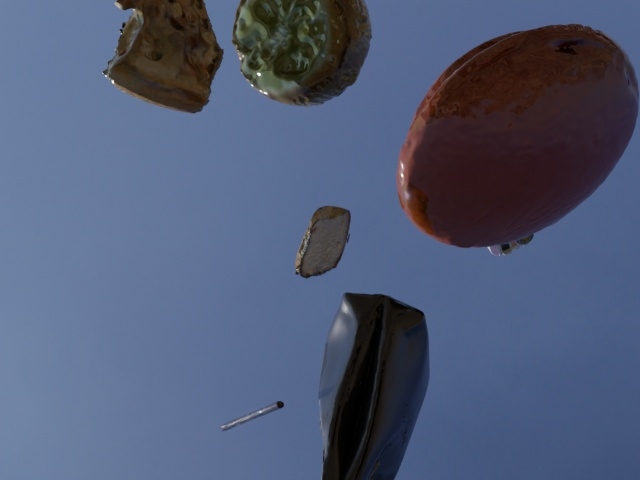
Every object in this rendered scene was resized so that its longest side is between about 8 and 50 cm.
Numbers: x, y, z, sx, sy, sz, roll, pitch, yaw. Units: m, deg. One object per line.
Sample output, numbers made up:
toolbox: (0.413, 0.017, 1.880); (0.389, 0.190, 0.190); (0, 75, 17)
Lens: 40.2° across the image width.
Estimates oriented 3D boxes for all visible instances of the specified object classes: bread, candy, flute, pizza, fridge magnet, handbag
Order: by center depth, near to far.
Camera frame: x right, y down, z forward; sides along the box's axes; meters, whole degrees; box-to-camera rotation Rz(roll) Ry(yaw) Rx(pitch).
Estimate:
fridge magnet: (0.266, -0.138, 1.200); (0.363, 0.364, 0.155); (-9, -133, -20)
handbag: (0.065, 0.265, 1.267); (0.152, 0.342, 0.288); (9, -116, 14)
flute: (-0.107, 0.266, 1.320); (0.014, 0.269, 0.014); (8, -111, -22)
pizza: (-0.225, -0.330, 1.333); (0.189, 0.071, 0.297); (26, -125, -31)
candy: (-0.036, -0.363, 1.529); (0.259, 0.260, 0.118); (30, -164, 23)
bread: (0.000, 0.000, 1.547); (0.044, 0.129, 0.126); (31, -153, 27)

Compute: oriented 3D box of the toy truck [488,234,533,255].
toy truck: (0.377, -0.066, 1.900); (0.114, 0.227, 0.098); (-28, -136, 2)
